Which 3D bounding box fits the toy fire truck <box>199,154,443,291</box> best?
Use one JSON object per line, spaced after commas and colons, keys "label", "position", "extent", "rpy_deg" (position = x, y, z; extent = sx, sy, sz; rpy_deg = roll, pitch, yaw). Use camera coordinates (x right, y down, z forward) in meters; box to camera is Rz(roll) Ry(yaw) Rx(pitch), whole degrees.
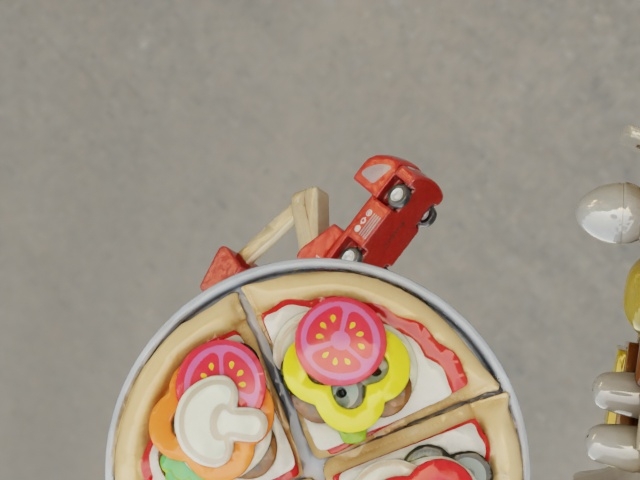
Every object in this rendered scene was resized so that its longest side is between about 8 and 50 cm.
{"label": "toy fire truck", "position": [0.000, 0.000, 1.464], "extent": [0.047, 0.192, 0.135], "rpy_deg": [33, -175, -46]}

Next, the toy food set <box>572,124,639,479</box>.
{"label": "toy food set", "position": [0.238, 0.064, 1.440], "extent": [0.092, 0.306, 0.220], "rpy_deg": [9, -178, 7]}

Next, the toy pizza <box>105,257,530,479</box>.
{"label": "toy pizza", "position": [-0.002, 0.107, 0.835], "extent": [0.201, 0.201, 0.032], "rpy_deg": [41, 176, 5]}
